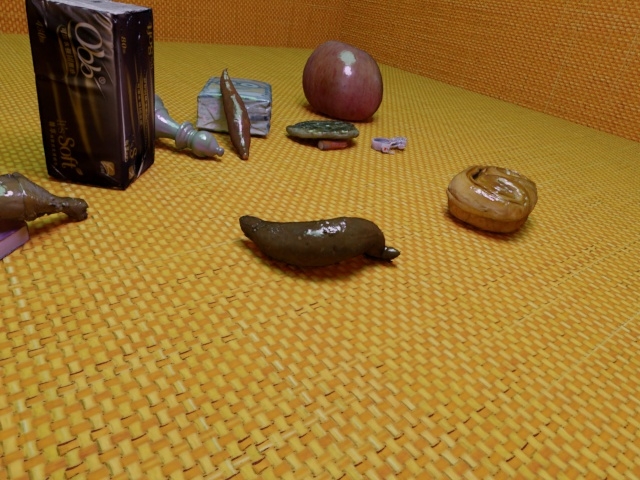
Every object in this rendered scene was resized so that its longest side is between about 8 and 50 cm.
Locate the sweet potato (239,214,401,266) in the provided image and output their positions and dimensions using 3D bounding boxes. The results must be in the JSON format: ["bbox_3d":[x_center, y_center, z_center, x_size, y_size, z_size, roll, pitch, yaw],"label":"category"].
[{"bbox_3d":[0.002,0.001,0.817,0.309,0.098,0.124,4,9,-6],"label":"sweet potato"}]

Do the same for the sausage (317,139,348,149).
[{"bbox_3d":[0.045,-0.304,1.426,0.107,0.031,0.031,-10,35,-30],"label":"sausage"}]

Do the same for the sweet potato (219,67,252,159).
[{"bbox_3d":[-0.240,-0.363,1.302,0.072,0.066,0.315,-4,70,-26],"label":"sweet potato"}]

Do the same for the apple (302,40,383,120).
[{"bbox_3d":[0.093,-0.633,1.774,0.344,0.270,0.345,7,28,-4],"label":"apple"}]

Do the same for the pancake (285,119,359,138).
[{"bbox_3d":[0.010,-0.365,1.489,0.253,0.037,0.254,3,23,-1],"label":"pancake"}]

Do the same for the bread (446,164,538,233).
[{"bbox_3d":[0.414,-0.107,1.097,0.198,0.120,0.236,28,34,27],"label":"bread"}]

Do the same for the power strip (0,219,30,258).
[{"bbox_3d":[-0.560,0.032,0.656,0.109,0.038,0.279,12,29,2],"label":"power strip"}]

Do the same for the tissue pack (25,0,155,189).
[{"bbox_3d":[-0.480,-0.325,0.969,0.198,0.370,0.210,10,30,0],"label":"tissue pack"}]

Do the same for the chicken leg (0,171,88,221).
[{"bbox_3d":[-0.484,-0.069,0.779,0.085,0.069,0.198,31,8,20],"label":"chicken leg"}]

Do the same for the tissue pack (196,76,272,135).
[{"bbox_3d":[-0.277,-0.455,1.505,0.227,0.128,0.311,5,28,-8],"label":"tissue pack"}]

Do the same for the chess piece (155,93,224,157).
[{"bbox_3d":[-0.380,-0.286,1.204,0.271,0.139,0.139,26,31,5],"label":"chess piece"}]

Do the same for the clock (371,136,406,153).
[{"bbox_3d":[0.235,-0.320,1.498,0.129,0.041,0.087,-10,30,-21],"label":"clock"}]
